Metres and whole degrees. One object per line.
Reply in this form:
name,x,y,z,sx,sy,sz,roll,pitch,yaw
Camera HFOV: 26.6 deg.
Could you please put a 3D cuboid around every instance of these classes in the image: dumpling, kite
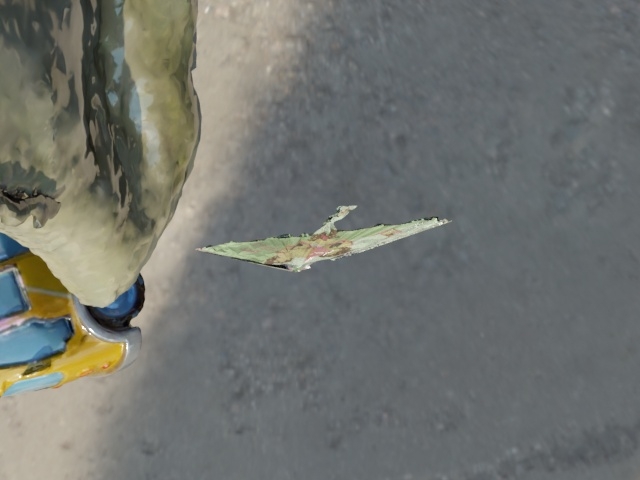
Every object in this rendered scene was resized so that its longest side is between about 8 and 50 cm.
dumpling,-0.099,-0.083,0.352,0.086,0.332,0.166,18,83,12
kite,0.000,0.000,1.653,0.322,0.268,0.013,-7,76,-14

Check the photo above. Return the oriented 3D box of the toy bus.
toy bus,-0.212,0.007,0.875,0.136,0.126,0.210,-24,98,-37
